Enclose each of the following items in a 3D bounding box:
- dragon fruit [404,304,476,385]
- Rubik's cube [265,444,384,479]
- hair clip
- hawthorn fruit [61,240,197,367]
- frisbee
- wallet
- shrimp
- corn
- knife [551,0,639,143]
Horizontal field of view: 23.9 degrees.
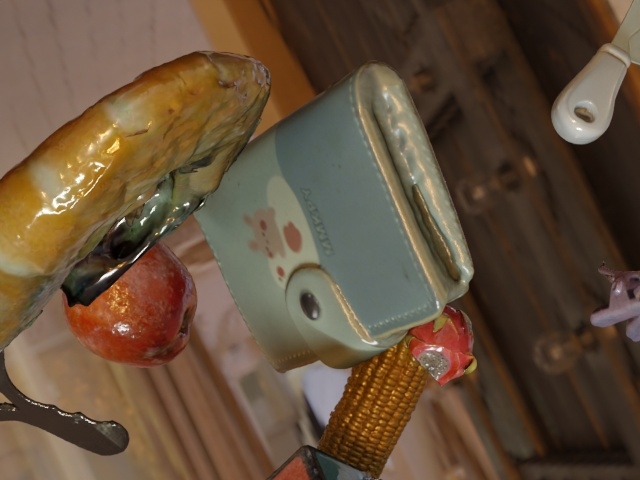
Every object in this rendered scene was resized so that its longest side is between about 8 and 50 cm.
[{"bbox_3d":[0.124,0.100,1.486,0.060,0.083,0.056,-34,-154,12],"label":"dragon fruit"},{"bbox_3d":[0.015,0.349,1.383,0.207,0.205,0.205,-45,131,16],"label":"Rubik's cube"},{"bbox_3d":[0.412,0.061,1.750,0.137,0.090,0.278,19,166,-19],"label":"hair clip"},{"bbox_3d":[-0.236,0.079,1.896,0.173,0.173,0.173,-26,175,-2],"label":"hawthorn fruit"},{"bbox_3d":[-0.278,0.130,1.334,0.211,0.187,0.012,4,-138,11],"label":"frisbee"},{"bbox_3d":[0.000,0.000,1.480,0.083,0.252,0.360,-18,174,-34],"label":"wallet"},{"bbox_3d":[-0.200,0.011,1.137,0.445,0.085,0.272,-43,169,21],"label":"shrimp"},{"bbox_3d":[0.056,0.172,1.571,0.238,0.080,0.080,-65,166,11],"label":"corn"},{"bbox_3d":[0.384,-0.240,1.863,0.331,0.080,0.044,-53,179,-28],"label":"knife"}]
